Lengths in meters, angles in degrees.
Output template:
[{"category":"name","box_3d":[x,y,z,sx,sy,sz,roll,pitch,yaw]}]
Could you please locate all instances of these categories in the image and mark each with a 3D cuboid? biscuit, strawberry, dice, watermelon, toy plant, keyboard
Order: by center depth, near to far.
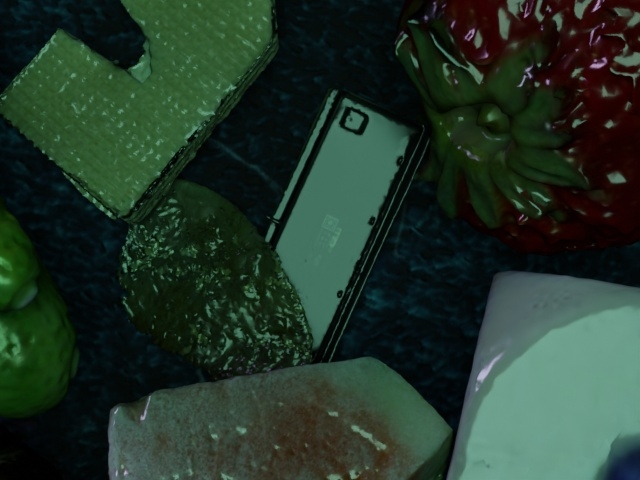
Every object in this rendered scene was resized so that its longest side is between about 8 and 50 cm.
[{"category":"dice","box_3d":[0.217,0.164,1.032,0.259,0.243,0.251,12,88,5]},{"category":"watermelon","box_3d":[-0.051,0.214,1.034,0.310,0.231,0.193,-37,57,39]},{"category":"strawberry","box_3d":[0.198,-0.133,1.055,0.277,0.257,0.257,-38,87,-31]},{"category":"toy plant","box_3d":[-0.267,-0.018,1.064,0.184,0.224,0.316,-31,85,-22]},{"category":"biscuit","box_3d":[-0.123,-0.148,1.141,0.147,0.046,0.250,38,89,11]},{"category":"keyboard","box_3d":[0.000,0.000,1.148,0.093,0.025,0.230,25,88,1]}]

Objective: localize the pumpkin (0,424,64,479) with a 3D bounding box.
[{"category":"pumpkin","box_3d":[-0.304,0.265,1.058,0.320,0.192,0.320,0,90,2]}]

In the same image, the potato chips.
[{"category":"potato chips","box_3d":[-0.088,0.042,1.133,0.142,0.026,0.209,-20,75,16]}]
